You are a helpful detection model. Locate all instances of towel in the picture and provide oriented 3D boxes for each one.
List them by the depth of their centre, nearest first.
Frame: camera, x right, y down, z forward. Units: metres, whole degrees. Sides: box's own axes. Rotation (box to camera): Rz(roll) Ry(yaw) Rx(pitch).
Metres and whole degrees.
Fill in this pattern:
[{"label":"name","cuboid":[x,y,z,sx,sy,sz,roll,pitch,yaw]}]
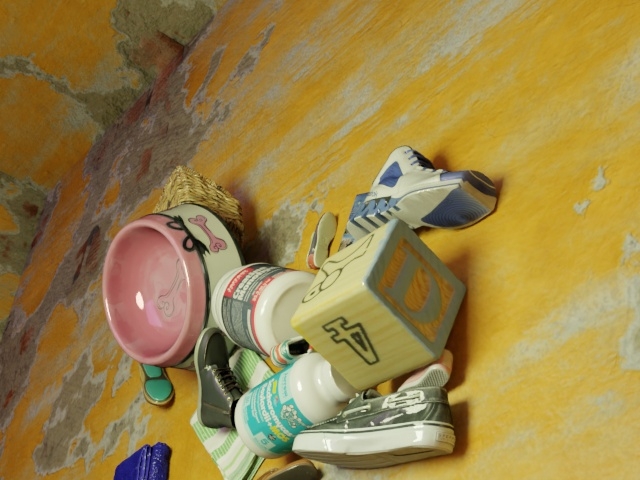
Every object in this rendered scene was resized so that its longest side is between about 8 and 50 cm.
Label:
[{"label":"towel","cuboid":[-0.181,0.381,1.971,0.248,0.038,0.325,-58,29,3]},{"label":"towel","cuboid":[-0.457,0.650,2.131,0.227,0.076,0.308,-35,38,37]}]

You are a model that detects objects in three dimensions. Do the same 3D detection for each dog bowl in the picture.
[{"label":"dog bowl","cuboid":[-0.359,0.117,2.107,0.408,0.150,0.408,2,93,42]}]

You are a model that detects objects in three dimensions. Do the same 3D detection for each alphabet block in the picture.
[{"label":"alphabet block","cuboid":[0.102,0.113,1.551,0.197,0.193,0.192,-31,18,43]}]

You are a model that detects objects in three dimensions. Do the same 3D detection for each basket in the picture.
[{"label":"basket","cuboid":[-0.329,-0.010,2.361,0.299,0.213,0.223,-61,29,26]}]

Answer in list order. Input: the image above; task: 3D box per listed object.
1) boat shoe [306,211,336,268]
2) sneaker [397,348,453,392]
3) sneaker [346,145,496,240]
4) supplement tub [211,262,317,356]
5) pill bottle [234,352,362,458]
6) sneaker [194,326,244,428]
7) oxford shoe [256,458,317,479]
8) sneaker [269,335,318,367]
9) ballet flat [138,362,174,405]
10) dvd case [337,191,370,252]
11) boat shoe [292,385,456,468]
[{"label":"boat shoe","cuboid":[0.000,0.000,2.014,0.043,0.049,0.137,-15,57,55]},{"label":"sneaker","cuboid":[0.181,0.231,1.523,0.134,0.051,0.070,-49,10,41]},{"label":"sneaker","cuboid":[0.189,-0.111,1.718,0.315,0.127,0.182,-16,46,46]},{"label":"supplement tub","cuboid":[-0.101,0.148,1.893,0.272,0.191,0.191,7,71,59]},{"label":"pill bottle","cuboid":[-0.033,0.305,1.691,0.264,0.146,0.146,-37,37,36]},{"label":"sneaker","cuboid":[-0.207,0.299,1.944,0.118,0.083,0.222,-6,85,45]},{"label":"oxford shoe","cuboid":[-0.083,0.462,1.714,0.212,0.076,0.076,-39,23,32]},{"label":"sneaker","cuboid":[-0.014,0.211,1.738,0.075,0.161,0.057,-38,60,57]},{"label":"ballet flat","cuboid":[-0.433,0.386,2.353,0.232,0.080,0.073,-125,39,-61]},{"label":"dvd case","cuboid":[0.099,0.007,1.874,0.180,0.022,0.253,-8,58,54]},{"label":"boat shoe","cuboid":[0.093,0.315,1.521,0.335,0.121,0.119,-16,55,39]}]
